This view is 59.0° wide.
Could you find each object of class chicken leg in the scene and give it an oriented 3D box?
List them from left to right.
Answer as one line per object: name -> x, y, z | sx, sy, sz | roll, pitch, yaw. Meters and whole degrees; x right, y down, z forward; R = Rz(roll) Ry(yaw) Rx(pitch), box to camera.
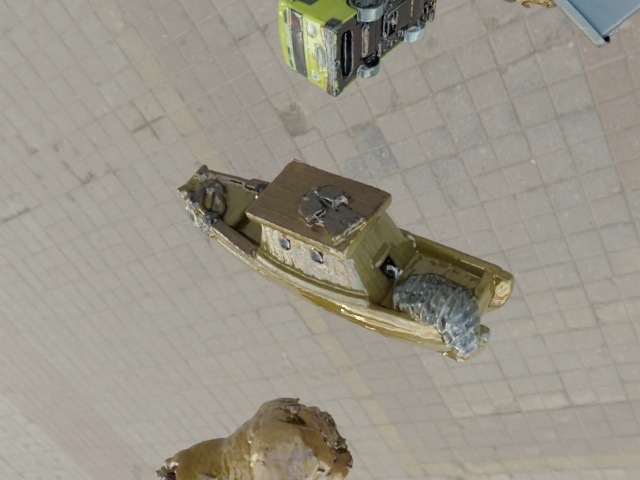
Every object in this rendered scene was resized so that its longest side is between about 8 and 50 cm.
chicken leg -> -0.118, 0.342, 0.861 | 0.410, 0.181, 0.295 | -4, 160, -27

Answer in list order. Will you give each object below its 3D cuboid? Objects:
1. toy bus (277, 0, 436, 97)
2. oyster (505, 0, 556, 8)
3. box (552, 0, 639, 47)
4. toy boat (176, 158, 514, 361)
toy bus -> 0.058, -0.349, 0.864 | 0.150, 0.262, 0.128 | 33, 151, 25
oyster -> 0.178, -0.347, 0.622 | 0.345, 0.078, 0.128 | 38, 137, 6
box -> 0.198, -0.201, 0.413 | 0.099, 0.074, 0.054 | 31, 141, -24
toy boat -> 0.000, 0.000, 0.477 | 0.321, 0.089, 0.121 | 23, 153, 30
